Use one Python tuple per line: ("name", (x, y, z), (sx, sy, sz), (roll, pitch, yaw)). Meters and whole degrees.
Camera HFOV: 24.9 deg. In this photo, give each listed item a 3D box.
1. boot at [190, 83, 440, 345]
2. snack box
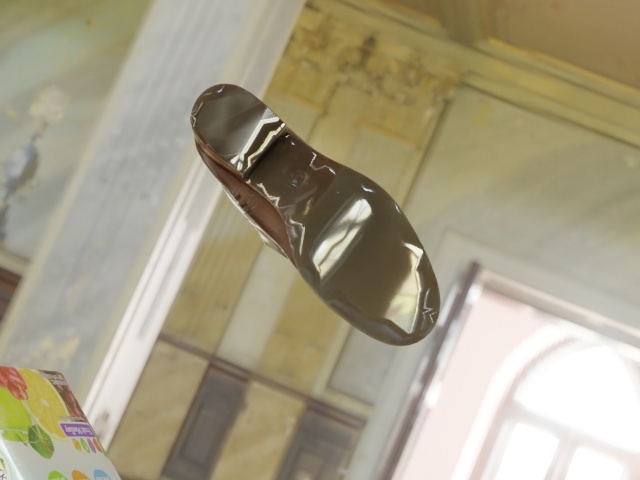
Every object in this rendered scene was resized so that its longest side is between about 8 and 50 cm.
("boot", (0.000, 0.000, 0.495), (0.106, 0.037, 0.114), (50, -7, 11))
("snack box", (-0.107, 0.120, 0.604), (0.141, 0.037, 0.100), (58, 8, 13))
